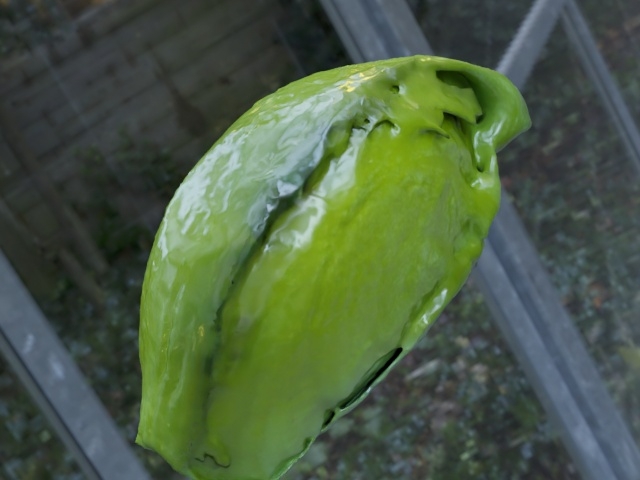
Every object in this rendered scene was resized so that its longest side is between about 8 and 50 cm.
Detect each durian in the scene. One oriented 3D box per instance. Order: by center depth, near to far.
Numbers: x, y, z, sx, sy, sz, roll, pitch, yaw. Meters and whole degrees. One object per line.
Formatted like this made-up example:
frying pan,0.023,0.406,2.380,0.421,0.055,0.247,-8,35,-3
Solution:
durian,0.000,0.000,0.622,0.101,0.139,0.250,20,72,45
